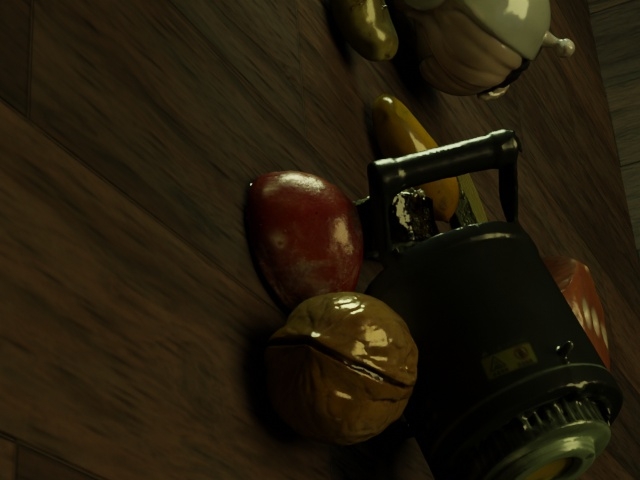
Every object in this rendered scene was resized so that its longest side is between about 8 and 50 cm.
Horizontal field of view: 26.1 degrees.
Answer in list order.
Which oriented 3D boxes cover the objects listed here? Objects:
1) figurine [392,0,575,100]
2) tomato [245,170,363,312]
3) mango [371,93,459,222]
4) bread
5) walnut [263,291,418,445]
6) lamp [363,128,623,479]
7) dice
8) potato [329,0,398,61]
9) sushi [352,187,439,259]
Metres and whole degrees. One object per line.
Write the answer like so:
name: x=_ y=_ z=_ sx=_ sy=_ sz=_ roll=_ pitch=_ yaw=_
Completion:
figurine: x=0.191 y=-0.380 z=1.967 sx=0.253 sy=0.211 sz=0.361 roll=-19 pitch=85 yaw=-55
tomato: x=0.000 y=0.000 z=1.374 sx=0.139 sy=0.091 sz=0.159 roll=-84 pitch=152 yaw=-44
mango: x=0.124 y=-0.102 z=1.783 sx=0.190 sy=0.075 sz=0.098 roll=61 pitch=9 yaw=-21
bread: x=0.210 y=-0.057 z=2.026 sx=0.193 sy=0.036 sz=0.112 roll=66 pitch=17 yaw=-12
walnut: x=0.019 y=0.118 z=1.277 sx=0.180 sy=0.144 sz=0.144 roll=38 pitch=40 yaw=-70
lamp: x=0.173 y=0.120 z=1.385 sx=0.272 sy=0.205 sz=0.374 roll=-128 pitch=-151 yaw=-49
dice: x=0.299 y=0.137 z=1.915 sx=0.174 sy=0.175 sz=0.179 roll=-59 pitch=133 yaw=-63
potato: x=0.052 y=-0.290 z=1.745 sx=0.091 sy=0.070 sz=0.138 roll=-16 pitch=91 yaw=-71
sushi: x=0.087 y=-0.018 z=1.609 sx=0.150 sy=0.090 sz=0.078 roll=8 pitch=71 yaw=-69
